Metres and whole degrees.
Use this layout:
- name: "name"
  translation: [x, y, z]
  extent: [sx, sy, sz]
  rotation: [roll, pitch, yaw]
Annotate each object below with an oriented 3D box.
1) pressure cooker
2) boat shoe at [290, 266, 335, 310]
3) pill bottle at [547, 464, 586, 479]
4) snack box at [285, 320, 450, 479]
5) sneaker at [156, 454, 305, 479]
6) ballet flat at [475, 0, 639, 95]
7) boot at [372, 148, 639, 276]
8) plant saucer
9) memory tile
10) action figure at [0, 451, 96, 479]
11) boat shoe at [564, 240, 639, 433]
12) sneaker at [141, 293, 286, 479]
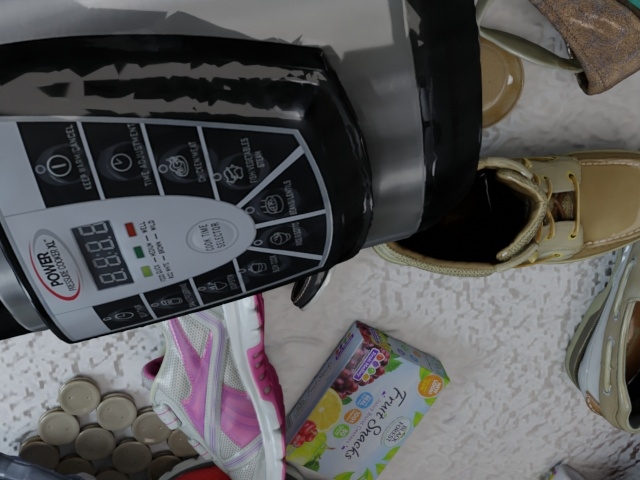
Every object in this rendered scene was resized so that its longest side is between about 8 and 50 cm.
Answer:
- name: "pressure cooker"
  translation: [-0.147, -0.131, 0.679]
  extent: [0.420, 0.375, 0.370]
  rotation: [-14, 93, -4]
- name: "boat shoe"
  translation: [0.000, 0.000, 0.948]
  extent: [0.038, 0.046, 0.125]
  rotation: [22, 107, -21]
- name: "pill bottle"
  translation: [0.233, 0.269, 1.131]
  extent: [0.043, 0.043, 0.083]
  rotation: [30, 107, -23]
- name: "snack box"
  translation: [0.038, 0.155, 1.037]
  extent: [0.100, 0.037, 0.141]
  rotation: [26, 108, -23]
- name: "sneaker"
  translation: [-0.027, 0.278, 1.037]
  extent: [0.279, 0.118, 0.107]
  rotation: [18, 111, -16]
- name: "ballet flat"
  translation: [0.136, -0.210, 0.843]
  extent: [0.316, 0.107, 0.106]
  rotation: [35, 118, -24]
- name: "boot"
  translation: [0.167, -0.025, 0.864]
  extent: [0.262, 0.203, 0.095]
  rotation: [-5, 90, 2]
- name: "plant saucer"
  translation: [0.126, -0.131, 0.925]
  extent: [0.083, 0.015, 0.083]
  rotation: [-5, 118, -9]
- name: "memory tile"
  translation: [-0.188, 0.189, 1.022]
  extent: [0.148, 0.012, 0.113]
  rotation: [27, 108, -23]
- name: "action figure"
  translation: [-0.156, 0.332, 0.956]
  extent: [0.341, 0.178, 0.330]
  rotation: [16, 137, 13]
- name: "boat shoe"
  translation: [0.316, 0.032, 0.995]
  extent: [0.113, 0.103, 0.302]
  rotation: [7, 114, -15]
- name: "sneaker"
  translation: [-0.092, 0.128, 0.962]
  extent: [0.111, 0.103, 0.252]
  rotation: [-10, 103, 0]
